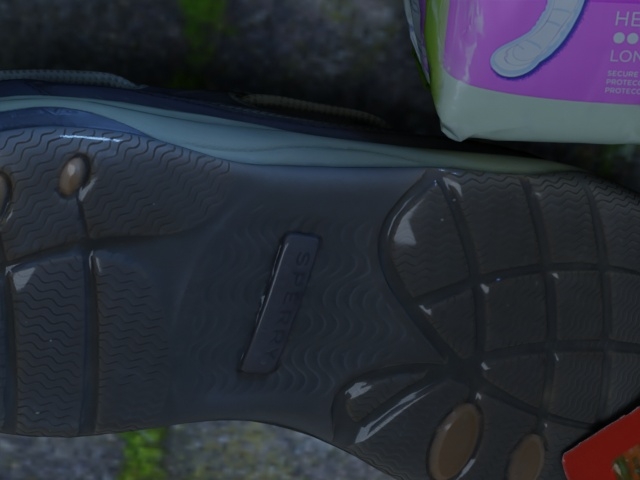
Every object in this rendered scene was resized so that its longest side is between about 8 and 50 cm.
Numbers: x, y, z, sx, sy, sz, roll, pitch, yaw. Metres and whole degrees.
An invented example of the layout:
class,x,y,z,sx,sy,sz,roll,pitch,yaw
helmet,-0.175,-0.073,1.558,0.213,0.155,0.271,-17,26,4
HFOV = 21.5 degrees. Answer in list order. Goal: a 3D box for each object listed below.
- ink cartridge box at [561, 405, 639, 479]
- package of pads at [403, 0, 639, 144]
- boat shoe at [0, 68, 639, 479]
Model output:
class,x,y,z,sx,sy,sz,roll,pitch,yaw
ink cartridge box,0.228,0.102,0.662,0.232,0.066,0.189,-32,118,-16
package of pads,0.144,-0.172,0.533,0.229,0.101,0.296,2,117,-5
boat shoe,0.000,0.000,0.607,0.355,0.130,0.132,14,110,-33
